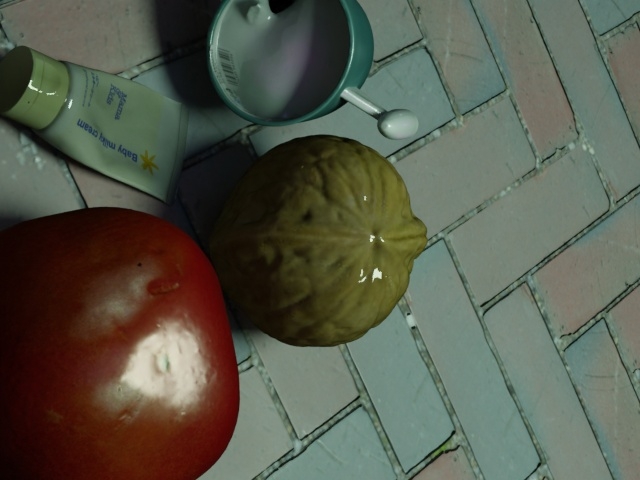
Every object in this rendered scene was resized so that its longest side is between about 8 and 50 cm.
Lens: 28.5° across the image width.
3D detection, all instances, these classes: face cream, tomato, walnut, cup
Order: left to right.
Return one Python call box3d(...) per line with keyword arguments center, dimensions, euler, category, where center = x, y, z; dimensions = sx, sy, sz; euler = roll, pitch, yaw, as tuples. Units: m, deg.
box3d(center=(-0.196, 0.112, 1.118), dimensions=(0.298, 0.226, 0.298), euler=(12, 71, -40), category="tomato")
box3d(center=(-0.217, -0.122, 1.261), dimensions=(0.224, 0.070, 0.114), euler=(23, 67, -43), category="face cream")
box3d(center=(-0.016, -0.208, 1.357), dimensions=(0.300, 0.167, 0.173), euler=(40, 18, 10), category="cup")
box3d(center=(0.000, 0.000, 1.302), dimensions=(0.228, 0.228, 0.228), euler=(9, 76, -38), category="walnut")
